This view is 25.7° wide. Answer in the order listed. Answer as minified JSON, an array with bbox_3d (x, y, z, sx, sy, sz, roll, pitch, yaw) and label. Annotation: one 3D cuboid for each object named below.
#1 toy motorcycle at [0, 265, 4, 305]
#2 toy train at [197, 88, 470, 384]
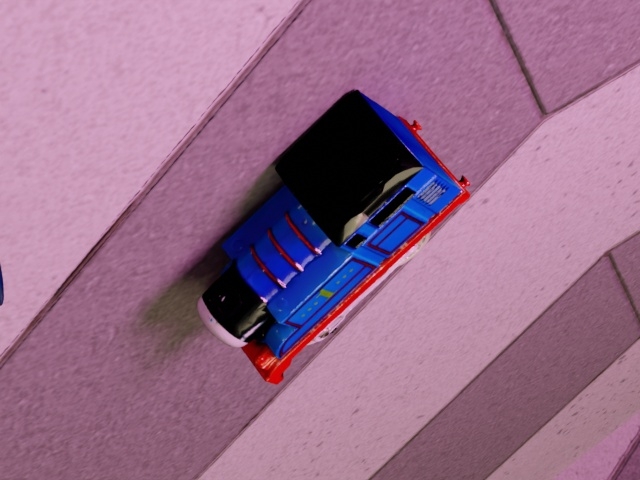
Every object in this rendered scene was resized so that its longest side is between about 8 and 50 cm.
[{"bbox_3d":[-0.273,0.060,0.680,0.196,0.125,0.331,0,133,-52],"label":"toy motorcycle"},{"bbox_3d":[0.000,0.000,0.973,0.204,0.082,0.131,-44,155,11],"label":"toy train"}]
